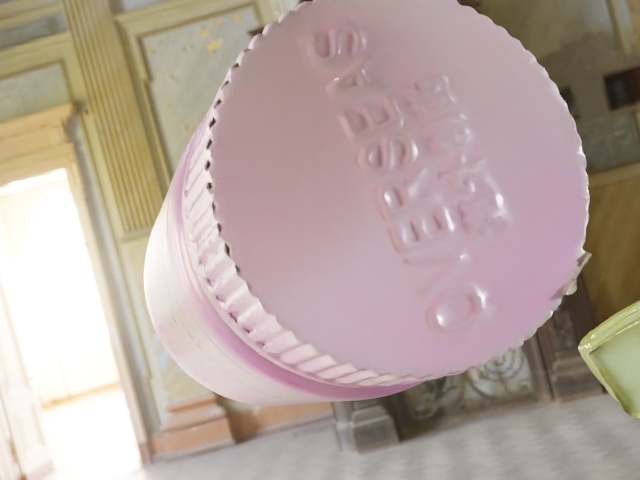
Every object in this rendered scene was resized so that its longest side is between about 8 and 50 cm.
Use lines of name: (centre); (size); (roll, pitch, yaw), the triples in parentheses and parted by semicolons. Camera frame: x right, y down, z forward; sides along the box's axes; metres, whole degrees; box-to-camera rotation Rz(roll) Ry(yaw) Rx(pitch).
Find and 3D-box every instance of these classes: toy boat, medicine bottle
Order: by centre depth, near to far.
medicine bottle: (0.000, 0.000, 0.503); (0.178, 0.178, 0.290); (-15, -8, -17)
toy boat: (0.374, 0.094, 0.904); (0.276, 0.111, 0.084); (-36, -2, 42)
